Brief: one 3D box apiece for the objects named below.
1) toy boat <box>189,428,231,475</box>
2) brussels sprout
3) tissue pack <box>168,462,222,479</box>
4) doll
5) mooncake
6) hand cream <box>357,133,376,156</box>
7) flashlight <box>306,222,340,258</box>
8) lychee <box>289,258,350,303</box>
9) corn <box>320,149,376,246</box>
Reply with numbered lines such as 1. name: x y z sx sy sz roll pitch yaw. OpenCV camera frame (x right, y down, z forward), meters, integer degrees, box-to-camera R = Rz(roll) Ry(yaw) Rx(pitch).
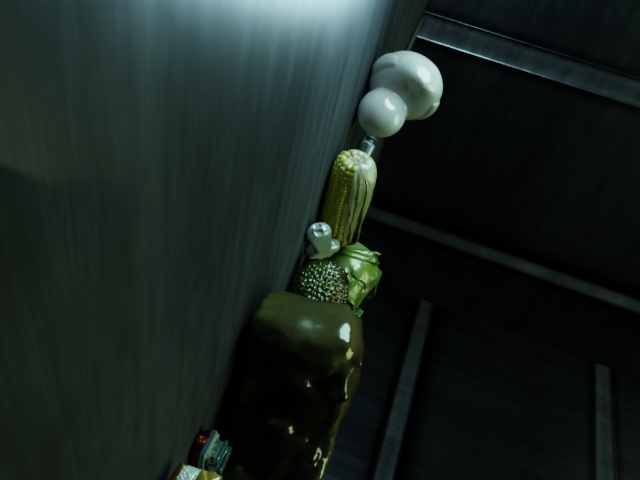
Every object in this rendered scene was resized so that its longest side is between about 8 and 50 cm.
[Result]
1. toy boat: -0.198 0.398 1.041 0.069 0.059 0.172 -64 172 -46
2. brussels sprout: 0.057 0.120 1.745 0.259 0.227 0.294 -55 180 -7
3. tissue pack: -0.227 0.451 0.797 0.226 0.092 0.183 -63 171 -68
4. doll: 0.201 -0.382 1.566 0.251 0.221 0.221 -18 -137 53
5. mooncake: -0.060 0.301 1.154 0.394 0.247 0.393 107 -1 -59
6. hand cream: 0.128 -0.241 2.006 0.088 0.055 0.255 -88 -160 -82
7. flashlight: 0.000 0.000 1.521 0.200 0.093 0.047 74 -1 -71
8. lychee: -0.008 0.129 1.504 0.171 0.171 0.171 20 90 -85
9. corn: 0.071 -0.105 1.556 0.305 0.124 0.122 105 6 -48
